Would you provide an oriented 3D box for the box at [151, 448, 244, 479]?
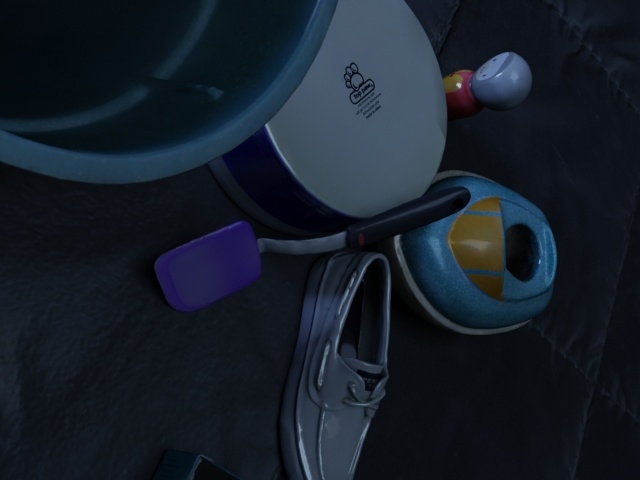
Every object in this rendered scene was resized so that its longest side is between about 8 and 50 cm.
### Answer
[{"bbox_3d":[-0.130,0.304,0.634,0.100,0.060,0.244,41,59,-29],"label":"box"}]

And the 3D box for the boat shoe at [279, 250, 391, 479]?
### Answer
[{"bbox_3d":[0.023,0.133,0.777,0.095,0.084,0.258,13,75,-39],"label":"boat shoe"}]

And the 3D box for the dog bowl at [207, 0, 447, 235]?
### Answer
[{"bbox_3d":[0.006,-0.141,0.794,0.265,0.104,0.265,8,78,-40],"label":"dog bowl"}]

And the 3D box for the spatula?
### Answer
[{"bbox_3d":[0.000,0.000,0.715,0.296,0.030,0.084,-15,134,-6],"label":"spatula"}]

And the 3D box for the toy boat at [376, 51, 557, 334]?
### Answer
[{"bbox_3d":[0.183,-0.051,0.902,0.267,0.148,0.318,3,82,-40],"label":"toy boat"}]

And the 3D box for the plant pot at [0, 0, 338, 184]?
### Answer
[{"bbox_3d":[-0.215,-0.212,0.432,0.341,0.334,0.341,-13,107,-51],"label":"plant pot"}]
